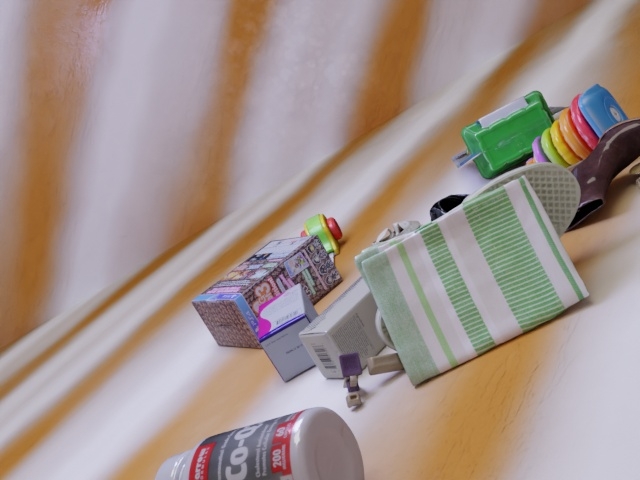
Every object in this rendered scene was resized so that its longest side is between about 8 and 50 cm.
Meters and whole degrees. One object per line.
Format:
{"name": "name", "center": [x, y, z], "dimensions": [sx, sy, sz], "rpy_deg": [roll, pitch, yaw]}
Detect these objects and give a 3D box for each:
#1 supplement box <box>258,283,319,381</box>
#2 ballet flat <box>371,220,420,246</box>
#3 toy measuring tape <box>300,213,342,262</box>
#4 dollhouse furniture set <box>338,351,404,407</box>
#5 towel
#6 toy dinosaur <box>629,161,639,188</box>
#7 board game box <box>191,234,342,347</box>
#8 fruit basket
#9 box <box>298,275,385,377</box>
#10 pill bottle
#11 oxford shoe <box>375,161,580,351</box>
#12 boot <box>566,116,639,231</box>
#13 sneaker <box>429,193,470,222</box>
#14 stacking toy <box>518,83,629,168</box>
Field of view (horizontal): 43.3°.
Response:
{"name": "supplement box", "center": [-0.060, 0.191, 1.723], "dimensions": [0.111, 0.114, 0.220], "rpy_deg": [-30, 15, 4]}
{"name": "ballet flat", "center": [0.193, -0.017, 2.058], "dimensions": [0.168, 0.052, 0.057], "rpy_deg": [-39, 17, -32]}
{"name": "toy measuring tape", "center": [0.000, 0.000, 2.257], "dimensions": [0.121, 0.121, 0.330], "rpy_deg": [-27, 15, 9]}
{"name": "dollhouse furniture set", "center": [0.094, 0.251, 1.429], "dimensions": [0.114, 0.091, 0.081], "rpy_deg": [-9, -30, -6]}
{"name": "towel", "center": [0.247, 0.061, 1.350], "dimensions": [0.325, 0.248, 0.038], "rpy_deg": [-27, -18, 8]}
{"name": "toy dinosaur", "center": [0.665, -0.158, 1.618], "dimensions": [0.092, 0.053, 0.183], "rpy_deg": [-23, 16, 31]}
{"name": "board game box", "center": [-0.135, 0.126, 2.029], "dimensions": [0.291, 0.141, 0.232], "rpy_deg": [-38, 16, -30]}
{"name": "fruit basket", "center": [0.504, -0.299, 2.200], "dimensions": [0.327, 0.165, 0.353], "rpy_deg": [-27, 11, 11]}
{"name": "box", "center": [0.092, 0.146, 1.586], "dimensions": [0.275, 0.113, 0.094], "rpy_deg": [-39, 16, -36]}
{"name": "pill bottle", "center": [-0.094, 0.347, 1.157], "dimensions": [0.283, 0.161, 0.161], "rpy_deg": [-22, 16, 28]}
{"name": "oxford shoe", "center": [0.273, 0.025, 1.457], "dimensions": [0.449, 0.169, 0.130], "rpy_deg": [-43, -1, 1]}
{"name": "boot", "center": [0.568, -0.126, 1.610], "dimensions": [0.248, 0.090, 0.207], "rpy_deg": [-38, 16, 33]}
{"name": "sneaker", "center": [0.256, -0.016, 1.743], "dimensions": [0.295, 0.147, 0.104], "rpy_deg": [-18, 20, 42]}
{"name": "stacking toy", "center": [0.562, -0.212, 1.876], "dimensions": [0.302, 0.166, 0.175], "rpy_deg": [-37, -3, 41]}
